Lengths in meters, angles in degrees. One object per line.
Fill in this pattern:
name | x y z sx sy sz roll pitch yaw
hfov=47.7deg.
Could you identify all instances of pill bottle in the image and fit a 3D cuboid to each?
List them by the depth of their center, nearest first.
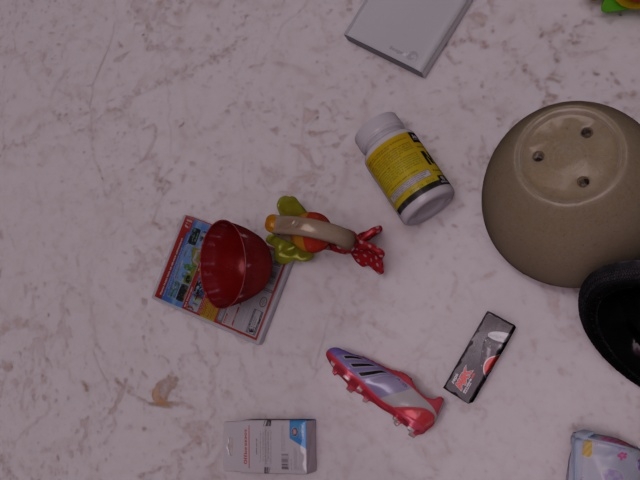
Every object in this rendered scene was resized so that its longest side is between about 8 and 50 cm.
pill bottle | 0.161 -0.144 1.431 0.119 0.119 0.208 -35 71 11

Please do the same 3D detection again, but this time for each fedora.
fedora | 0.594 0.124 1.177 0.334 0.334 0.152 30 58 22

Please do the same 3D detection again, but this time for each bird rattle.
bird rattle | 0.000 0.000 1.423 0.254 0.207 0.143 18 88 26

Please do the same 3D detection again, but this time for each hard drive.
hard drive | 0.213 -0.519 1.524 0.203 0.040 0.307 33 92 22

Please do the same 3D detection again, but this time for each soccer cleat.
soccer cleat | 0.121 0.276 1.402 0.248 0.083 0.095 35 69 25

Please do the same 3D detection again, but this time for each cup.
cup | 0.422 -0.104 1.218 0.331 0.237 0.330 -6 73 20

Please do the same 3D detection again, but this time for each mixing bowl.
mixing bowl | -0.162 0.048 1.481 0.181 0.098 0.181 -1 89 52

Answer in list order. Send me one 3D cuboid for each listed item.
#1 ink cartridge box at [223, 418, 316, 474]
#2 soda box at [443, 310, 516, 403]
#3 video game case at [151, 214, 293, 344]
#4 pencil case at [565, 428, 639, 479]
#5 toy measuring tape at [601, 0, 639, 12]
ink cartridge box | -0.102 0.412 1.458 0.180 0.060 0.104 -4 80 19
soda box | 0.298 0.218 1.352 0.060 0.053 0.168 30 92 22
video game case | -0.215 0.081 1.577 0.285 0.025 0.204 20 88 21
pencil case | 0.458 0.461 1.217 0.124 0.113 0.273 14 84 -1
toy measuring tape | 0.646 -0.490 1.306 0.330 0.121 0.121 1 81 29
